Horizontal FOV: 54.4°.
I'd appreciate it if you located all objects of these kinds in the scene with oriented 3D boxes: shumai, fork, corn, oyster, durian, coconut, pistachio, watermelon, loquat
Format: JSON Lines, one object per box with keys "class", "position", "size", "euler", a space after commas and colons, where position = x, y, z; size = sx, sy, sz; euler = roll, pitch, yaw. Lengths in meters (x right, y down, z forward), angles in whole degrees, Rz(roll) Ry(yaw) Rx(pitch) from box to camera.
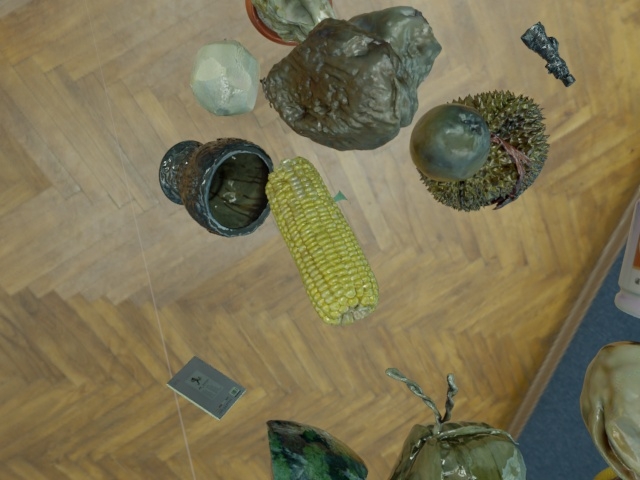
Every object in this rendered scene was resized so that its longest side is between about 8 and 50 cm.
{"class": "shumai", "position": [0.064, -0.217, 0.866], "size": [0.185, 0.218, 0.184], "euler": [-21, 91, -40]}
{"class": "fork", "position": [0.017, -0.072, 1.179], "size": [0.039, 0.235, 0.021], "euler": [48, 113, 7]}
{"class": "corn", "position": [0.000, 0.000, 0.844], "size": [0.093, 0.244, 0.093], "euler": [-19, 153, -10]}
{"class": "oyster", "position": [-0.053, -0.459, 1.192], "size": [0.341, 0.110, 0.166], "euler": [46, 63, -35]}
{"class": "durian", "position": [0.430, -0.239, 1.693], "size": [0.384, 0.348, 0.347], "euler": [-32, 127, -35]}
{"class": "coconut", "position": [-0.213, -0.354, 1.389], "size": [0.161, 0.162, 0.161], "euler": [3, 153, 2]}
{"class": "pistachio", "position": [0.366, 0.199, 0.651], "size": [0.144, 0.144, 0.215], "euler": [-42, 92, 3]}
{"class": "watermelon", "position": [-0.006, 0.357, 0.811], "size": [0.136, 0.207, 0.202], "euler": [-2, 118, 6]}
{"class": "loquat", "position": [0.289, -0.217, 1.393], "size": [0.179, 0.179, 0.227], "euler": [-42, 165, 3]}

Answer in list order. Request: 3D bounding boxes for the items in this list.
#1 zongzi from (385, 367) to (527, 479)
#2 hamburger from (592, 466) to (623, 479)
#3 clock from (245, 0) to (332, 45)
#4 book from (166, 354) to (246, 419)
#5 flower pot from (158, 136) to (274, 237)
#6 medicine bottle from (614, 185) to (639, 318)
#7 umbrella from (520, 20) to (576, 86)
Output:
{"class": "zongzi", "position": [0.195, 0.450, 0.696], "size": [0.218, 0.467, 0.500], "euler": [9, 106, -21]}
{"class": "hamburger", "position": [0.679, 0.636, 1.344], "size": [0.151, 0.227, 0.295], "euler": [25, 63, -14]}
{"class": "clock", "position": [-0.073, -0.545, 1.443], "size": [0.205, 0.051, 0.205], "euler": [7, 141, 5]}
{"class": "book", "position": [-0.307, 0.396, 1.680], "size": [0.127, 0.182, 0.014], "euler": [-45, 159, -49]}
{"class": "flower pot", "position": [-0.295, -0.163, 1.717], "size": [0.267, 0.267, 0.266], "euler": [-20, 119, -39]}
{"class": "medicine bottle", "position": [0.658, -0.011, 1.102], "size": [0.202, 0.202, 0.315], "euler": [3, 100, -24]}
{"class": "umbrella", "position": [0.729, -0.582, 1.963], "size": [0.080, 0.224, 0.071], "euler": [-38, 172, 29]}
